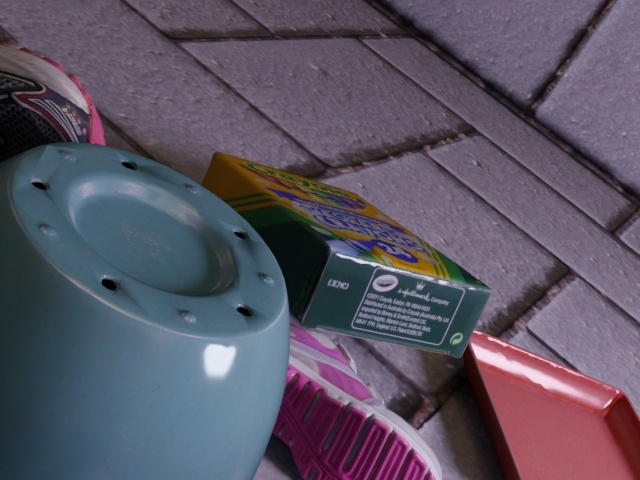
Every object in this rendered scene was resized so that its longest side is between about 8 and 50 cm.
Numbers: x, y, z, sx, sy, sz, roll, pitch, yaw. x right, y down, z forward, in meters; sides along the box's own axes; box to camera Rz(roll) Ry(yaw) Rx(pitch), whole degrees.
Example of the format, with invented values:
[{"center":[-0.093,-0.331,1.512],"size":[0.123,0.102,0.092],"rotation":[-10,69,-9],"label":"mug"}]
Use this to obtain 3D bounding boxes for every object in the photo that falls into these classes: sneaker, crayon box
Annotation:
[{"center":[-0.299,-0.069,0.706],"size":[0.299,0.120,0.112],"rotation":[4,33,4],"label":"sneaker"},{"center":[0.006,0.141,0.883],"size":[0.252,0.103,0.111],"rotation":[38,27,7],"label":"sneaker"},{"center":[0.000,0.000,1.054],"size":[0.203,0.083,0.323],"rotation":[15,14,-35],"label":"crayon box"}]

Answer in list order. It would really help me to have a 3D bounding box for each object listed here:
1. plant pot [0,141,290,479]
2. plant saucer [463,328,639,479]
[{"center":[-0.156,0.082,0.642],"size":[0.293,0.235,0.293],"rotation":[27,26,-14],"label":"plant pot"},{"center":[0.278,0.228,1.117],"size":[0.259,0.047,0.259],"rotation":[23,28,-21],"label":"plant saucer"}]
